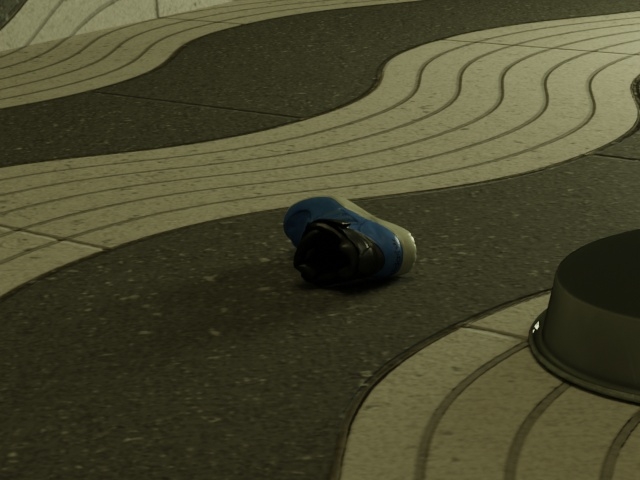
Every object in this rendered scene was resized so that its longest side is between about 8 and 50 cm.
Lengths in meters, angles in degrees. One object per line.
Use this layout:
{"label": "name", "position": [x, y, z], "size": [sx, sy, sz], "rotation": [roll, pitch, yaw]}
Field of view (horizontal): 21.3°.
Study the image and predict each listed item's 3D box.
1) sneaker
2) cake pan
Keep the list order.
{"label": "sneaker", "position": [0.000, -0.001, 1.434], "size": [0.085, 0.058, 0.152], "rotation": [-7, 21, -41]}
{"label": "cake pan", "position": [0.295, 0.045, 1.218], "size": [0.293, 0.054, 0.293], "rotation": [-4, 16, 1]}
